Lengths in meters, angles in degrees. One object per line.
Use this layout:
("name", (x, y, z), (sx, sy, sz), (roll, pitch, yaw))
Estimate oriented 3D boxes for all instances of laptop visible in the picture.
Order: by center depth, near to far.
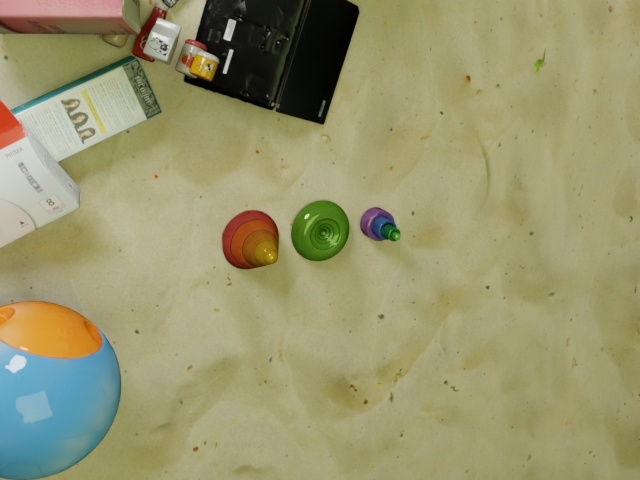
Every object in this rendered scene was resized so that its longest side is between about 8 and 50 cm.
("laptop", (-0.082, -0.359, 1.438), (0.264, 0.136, 0.234), (17, 99, -4))

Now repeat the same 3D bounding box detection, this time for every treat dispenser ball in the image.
("treat dispenser ball", (-0.474, 0.243, 1.290), (0.288, 0.288, 0.288), (-9, 111, -24))

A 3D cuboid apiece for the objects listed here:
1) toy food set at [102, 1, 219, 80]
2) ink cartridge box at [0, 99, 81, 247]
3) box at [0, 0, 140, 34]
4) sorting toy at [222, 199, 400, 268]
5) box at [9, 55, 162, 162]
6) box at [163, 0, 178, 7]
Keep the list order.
("toy food set", (-0.266, -0.348, 1.286), (0.232, 0.111, 0.105), (21, 92, -3))
("ink cartridge box", (-0.519, -0.101, 1.227), (0.189, 0.066, 0.232), (-25, 135, 8))
("box", (-0.390, -0.373, 1.148), (0.232, 0.148, 0.127), (-1, 95, -3))
("sorting toy", (0.000, 0.000, 1.537), (0.365, 0.126, 0.127), (-8, 110, -23))
("box", (-0.396, -0.209, 1.305), (0.244, 0.060, 0.101), (-29, 118, -15))
("box", (-0.256, -0.443, 1.319), (0.067, 0.018, 0.083), (-46, 121, -5))
